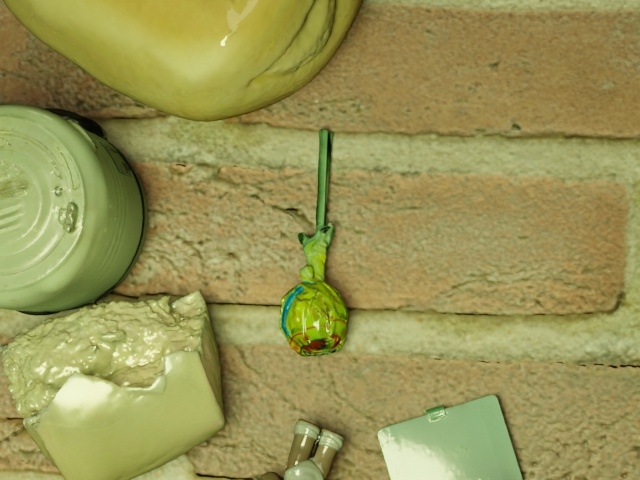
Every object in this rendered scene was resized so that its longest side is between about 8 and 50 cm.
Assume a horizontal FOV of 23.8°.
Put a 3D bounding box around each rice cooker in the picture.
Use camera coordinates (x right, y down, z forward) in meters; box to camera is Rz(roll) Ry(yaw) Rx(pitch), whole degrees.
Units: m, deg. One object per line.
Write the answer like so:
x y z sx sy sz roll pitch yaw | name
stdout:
-0.306 -0.033 1.619 0.226 0.244 0.226 -1 86 12 | rice cooker

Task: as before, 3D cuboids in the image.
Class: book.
0.136 0.227 1.616 0.135 0.017 0.103 -18 78 4 | book

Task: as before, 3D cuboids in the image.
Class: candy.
-0.003 0.000 1.669 0.077 0.073 0.262 -8 68 29 | candy

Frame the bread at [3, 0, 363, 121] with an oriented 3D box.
-0.141 -0.315 1.656 0.376 0.253 0.348 29 88 15 | bread

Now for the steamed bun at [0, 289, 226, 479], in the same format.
-0.212 0.144 1.606 0.226 0.170 0.200 -26 73 1 | steamed bun

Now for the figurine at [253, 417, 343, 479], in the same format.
-0.035 0.287 1.592 0.147 0.093 0.197 23 72 -10 | figurine
